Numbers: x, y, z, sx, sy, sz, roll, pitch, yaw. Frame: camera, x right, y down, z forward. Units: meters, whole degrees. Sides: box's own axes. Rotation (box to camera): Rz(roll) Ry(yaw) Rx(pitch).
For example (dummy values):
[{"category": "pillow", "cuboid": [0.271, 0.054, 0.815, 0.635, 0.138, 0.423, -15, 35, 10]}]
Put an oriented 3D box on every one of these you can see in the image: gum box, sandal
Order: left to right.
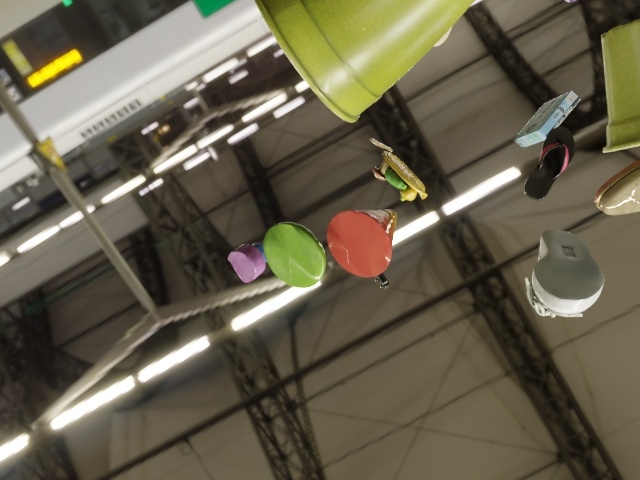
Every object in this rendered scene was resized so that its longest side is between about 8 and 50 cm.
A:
[{"category": "gum box", "cuboid": [0.659, -0.352, 2.560, 0.157, 0.041, 0.184, -50, -175, -8]}, {"category": "sandal", "cuboid": [0.474, -0.160, 1.789, 0.179, 0.067, 0.040, -59, 174, -20]}]

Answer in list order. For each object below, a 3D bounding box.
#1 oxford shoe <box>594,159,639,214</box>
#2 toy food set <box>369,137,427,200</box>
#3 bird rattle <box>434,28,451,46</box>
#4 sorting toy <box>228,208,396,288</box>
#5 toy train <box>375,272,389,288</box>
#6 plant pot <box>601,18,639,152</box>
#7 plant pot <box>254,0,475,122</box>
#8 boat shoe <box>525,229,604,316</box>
[{"category": "oxford shoe", "cuboid": [0.759, -0.112, 1.844, 0.348, 0.123, 0.130, -19, -131, 18]}, {"category": "toy food set", "cuboid": [0.208, -0.182, 2.471, 0.071, 0.218, 0.128, -47, 154, 18]}, {"category": "bird rattle", "cuboid": [0.271, -0.554, 2.076, 0.143, 0.207, 0.253, 5, -122, 29]}, {"category": "sorting toy", "cuboid": [0.000, 0.000, 1.564, 0.365, 0.127, 0.126, -12, -161, 40]}, {"category": "toy train", "cuboid": [0.143, 0.070, 2.492, 0.027, 0.158, 0.036, -33, 169, -25]}, {"category": "plant pot", "cuboid": [0.714, -0.342, 1.859, 0.276, 0.254, 0.276, -13, -178, 1]}, {"category": "plant pot", "cuboid": [0.107, -0.471, 1.640, 0.353, 0.366, 0.366, -32, -162, 18]}, {"category": "boat shoe", "cuboid": [0.394, 0.075, 1.450, 0.113, 0.105, 0.306, 9, -160, 5]}]
